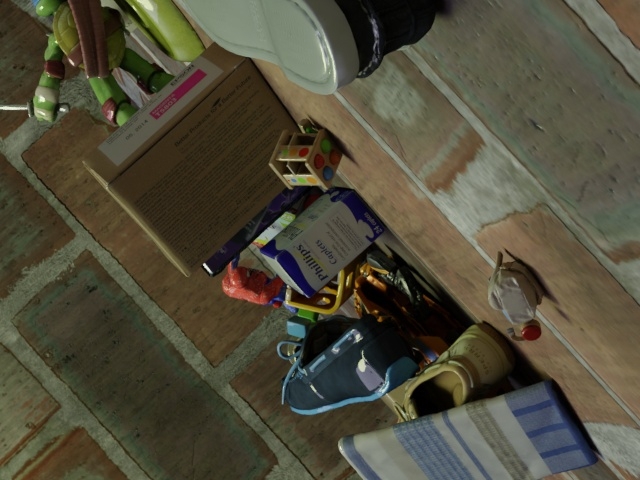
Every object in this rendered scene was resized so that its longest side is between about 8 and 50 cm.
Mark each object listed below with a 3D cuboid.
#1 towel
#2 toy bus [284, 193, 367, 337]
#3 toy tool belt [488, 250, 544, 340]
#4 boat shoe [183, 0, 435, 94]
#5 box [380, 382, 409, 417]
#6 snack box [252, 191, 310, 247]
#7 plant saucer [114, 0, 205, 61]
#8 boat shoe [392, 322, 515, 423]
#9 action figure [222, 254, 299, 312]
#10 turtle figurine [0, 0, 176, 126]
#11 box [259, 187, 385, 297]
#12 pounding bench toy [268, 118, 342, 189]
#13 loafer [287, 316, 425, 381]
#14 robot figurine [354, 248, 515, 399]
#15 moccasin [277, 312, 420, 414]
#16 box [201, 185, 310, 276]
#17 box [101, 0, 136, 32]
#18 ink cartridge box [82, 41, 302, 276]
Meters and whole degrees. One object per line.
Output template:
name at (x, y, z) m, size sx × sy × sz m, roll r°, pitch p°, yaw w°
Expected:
towel at (0.186, 0.264, 1.654) m, size 0.209 × 0.285 × 0.034 m, roll 52°, pitch -155°, yaw -44°
toy bus at (0.022, 0.039, 1.951) m, size 0.104 × 0.202 × 0.191 m, roll 14°, pitch 155°, yaw 16°
toy tool belt at (0.188, 0.052, 1.255) m, size 0.083 × 0.052 × 0.051 m, roll 56°, pitch -159°, yaw -35°
boat shoe at (-0.028, -0.190, 0.962) m, size 0.302 × 0.091 × 0.114 m, roll 44°, pitch 153°, yaw 46°
box at (0.193, 0.266, 2.157) m, size 0.311 × 0.121 × 0.148 m, roll 46°, pitch 173°, yaw 15°
snack box at (-0.123, -0.067, 1.991) m, size 0.207 × 0.070 × 0.174 m, roll 22°, pitch 157°, yaw 5°
plant saucer at (-0.251, -0.333, 1.834) m, size 0.241 × 0.037 × 0.241 m, roll 47°, pitch 173°, yaw 7°
boat shoe at (0.151, 0.207, 1.694) m, size 0.104 × 0.089 × 0.285 m, roll 44°, pitch 144°, yaw 17°
action figure at (-0.073, 0.036, 1.984) m, size 0.091 × 0.139 × 0.280 m, roll 12°, pitch 179°, yaw 17°
turtle figurine at (-0.327, -0.237, 1.910) m, size 0.266 × 0.274 × 0.198 m, roll 43°, pitch -152°, yaw -1°
box at (0.000, 0.000, 1.736) m, size 0.072 × 0.137 × 0.126 m, roll 49°, pitch 173°, yaw -11°
pounding bench toy at (-0.009, -0.108, 1.551) m, size 0.065 × 0.083 × 0.052 m, roll 2°, pitch 147°, yaw 35°
loafer at (0.071, 0.168, 1.988) m, size 0.087 × 0.251 × 0.094 m, roll -34°, pitch -57°, yaw -78°
robot figurine at (0.147, 0.138, 1.828) m, size 0.291 × 0.085 × 0.211 m, roll 45°, pitch 168°, yaw 17°
moccasin at (0.031, 0.158, 1.836) m, size 0.117 × 0.138 × 0.342 m, roll 58°, pitch 149°, yaw -3°
box at (-0.126, -0.072, 1.821) m, size 0.153 × 0.207 × 0.108 m, roll 46°, pitch 173°, yaw 0°
box at (-0.403, -0.445, 2.084) m, size 0.232 × 0.058 × 0.322 m, roll 51°, pitch 174°, yaw -28°
ink cartridge box at (-0.148, -0.102, 1.655) m, size 0.088 × 0.235 × 0.193 m, roll 39°, pitch 169°, yaw 49°
